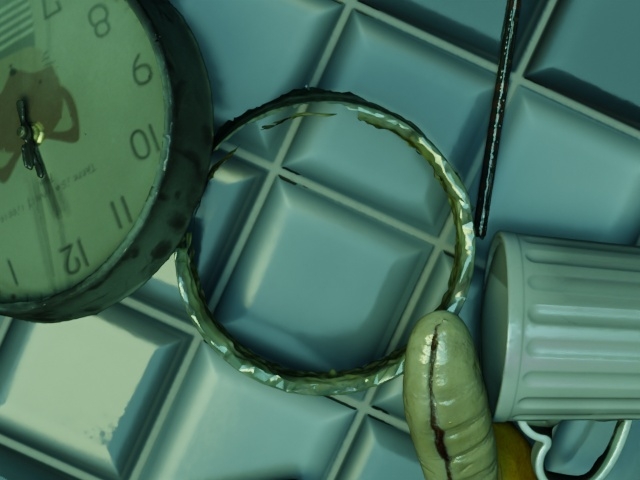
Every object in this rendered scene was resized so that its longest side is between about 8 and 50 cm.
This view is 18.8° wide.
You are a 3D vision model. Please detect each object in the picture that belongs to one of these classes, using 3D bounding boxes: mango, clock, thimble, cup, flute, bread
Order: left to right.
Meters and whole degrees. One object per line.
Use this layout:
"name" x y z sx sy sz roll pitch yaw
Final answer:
"clock" -0.245 -0.092 1.657 0.325 0.067 0.325 -3 84 27
"thimble" 0.000 0.000 1.697 0.270 0.150 0.271 0 96 0
"bread" 0.112 0.158 1.645 0.073 0.053 0.214 -18 122 -9
"mango" 0.156 0.243 1.754 0.105 0.084 0.159 13 95 -7
"flute" 0.164 -0.134 1.753 0.014 0.014 0.269 9 95 -1
"cup" 0.245 0.100 1.717 0.202 0.167 0.221 3 129 -3

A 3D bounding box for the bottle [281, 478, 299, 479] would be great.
"bottle" -0.130 0.282 1.763 0.253 0.079 0.096 -11 134 0
